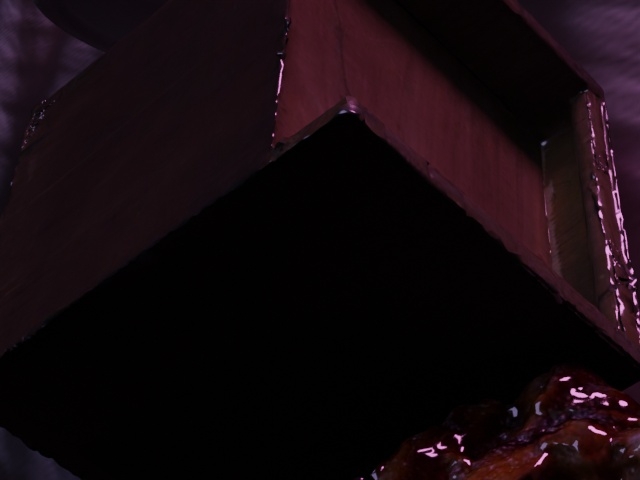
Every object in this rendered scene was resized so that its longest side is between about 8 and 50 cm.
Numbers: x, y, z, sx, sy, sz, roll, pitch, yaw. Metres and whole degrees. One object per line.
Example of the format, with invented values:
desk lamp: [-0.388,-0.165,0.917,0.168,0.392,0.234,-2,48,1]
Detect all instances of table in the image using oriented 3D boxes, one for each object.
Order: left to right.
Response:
table: [0.000,0.000,0.594,0.193,0.172,0.169,-35,32,29]

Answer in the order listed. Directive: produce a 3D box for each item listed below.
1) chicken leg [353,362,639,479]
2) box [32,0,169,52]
chicken leg: [0.070,0.165,0.407,0.177,0.083,0.323,-4,45,26]
box: [-0.052,-0.201,0.878,0.262,0.291,0.206,11,78,19]
